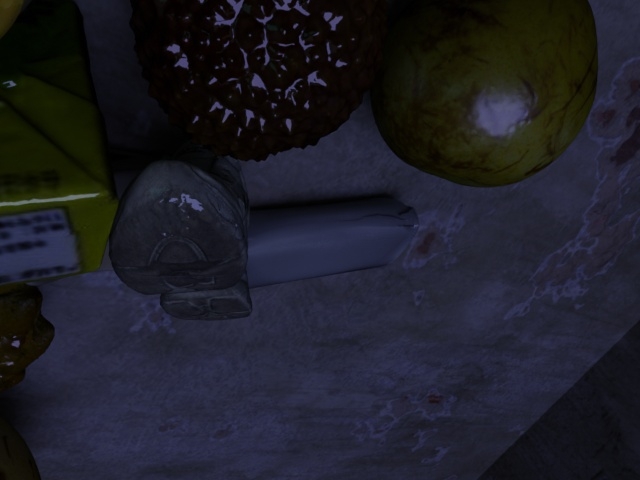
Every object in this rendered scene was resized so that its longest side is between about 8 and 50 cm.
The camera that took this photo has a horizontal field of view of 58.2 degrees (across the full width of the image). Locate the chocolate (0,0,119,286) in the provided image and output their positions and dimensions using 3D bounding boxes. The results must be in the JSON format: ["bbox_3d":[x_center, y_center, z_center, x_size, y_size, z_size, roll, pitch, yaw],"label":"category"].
[{"bbox_3d":[-0.348,-0.083,0.502,0.301,0.288,0.137,-10,142,-21],"label":"chocolate"}]

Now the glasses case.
[{"bbox_3d":[0.000,0.002,0.907,0.309,0.083,0.128,-7,136,-24],"label":"glasses case"}]

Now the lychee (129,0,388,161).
[{"bbox_3d":[-0.064,-0.223,0.548,0.268,0.267,0.267,-15,133,-17],"label":"lychee"}]

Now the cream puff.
[{"bbox_3d":[-0.460,0.104,0.689,0.245,0.196,0.243,-2,104,-7],"label":"cream puff"}]

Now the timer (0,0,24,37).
[{"bbox_3d":[-0.369,-0.261,0.263,0.388,0.376,0.375,-3,133,3],"label":"timer"}]

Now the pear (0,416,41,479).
[{"bbox_3d":[-0.548,0.370,0.751,0.349,0.348,0.348,-15,133,-17],"label":"pear"}]

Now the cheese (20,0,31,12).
[{"bbox_3d":[-0.295,-0.249,0.453,0.091,0.203,0.175,-13,134,-60],"label":"cheese"}]

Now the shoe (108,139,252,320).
[{"bbox_3d":[-0.147,-0.040,0.653,0.132,0.210,0.342,-5,160,-3],"label":"shoe"}]

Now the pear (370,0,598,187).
[{"bbox_3d":[0.200,-0.202,0.719,0.284,0.283,0.283,-15,133,-17],"label":"pear"}]

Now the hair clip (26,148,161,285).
[{"bbox_3d":[-0.299,-0.022,0.688,0.282,0.113,0.172,-29,144,-63],"label":"hair clip"}]
